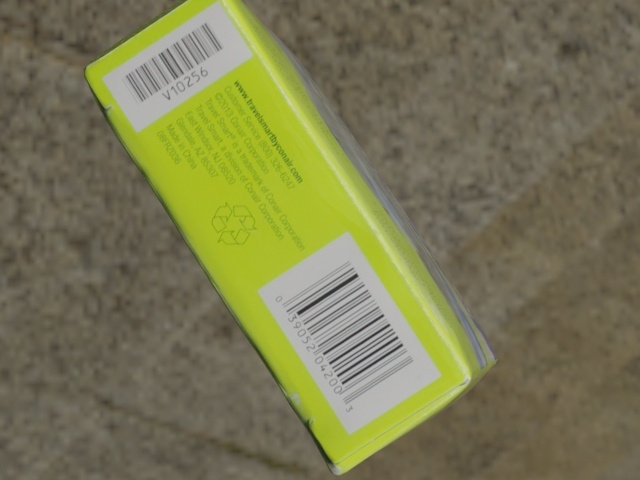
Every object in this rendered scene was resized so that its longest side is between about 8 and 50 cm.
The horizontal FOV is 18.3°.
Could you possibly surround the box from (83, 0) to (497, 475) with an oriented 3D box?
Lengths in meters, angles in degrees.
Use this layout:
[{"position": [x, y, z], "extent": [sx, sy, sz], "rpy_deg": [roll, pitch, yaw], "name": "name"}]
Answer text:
[{"position": [0.000, 0.000, 0.518], "extent": [0.042, 0.109, 0.178], "rpy_deg": [-33, 175, 5], "name": "box"}]
